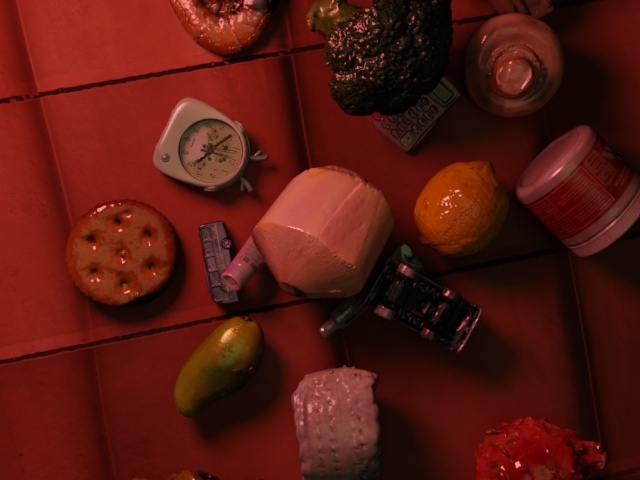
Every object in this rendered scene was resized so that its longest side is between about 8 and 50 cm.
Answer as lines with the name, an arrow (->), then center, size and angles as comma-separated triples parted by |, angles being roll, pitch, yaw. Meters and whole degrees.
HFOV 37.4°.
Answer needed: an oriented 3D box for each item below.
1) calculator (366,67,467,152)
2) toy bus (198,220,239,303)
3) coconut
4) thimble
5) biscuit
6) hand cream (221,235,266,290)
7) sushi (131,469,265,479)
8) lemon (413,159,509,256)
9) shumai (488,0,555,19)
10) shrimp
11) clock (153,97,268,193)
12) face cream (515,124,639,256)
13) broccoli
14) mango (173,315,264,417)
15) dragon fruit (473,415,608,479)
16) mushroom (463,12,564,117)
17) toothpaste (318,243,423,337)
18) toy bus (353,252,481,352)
calculator -> 0.192, -0.282, 1.917 | 0.126, 0.034, 0.190 | 42, 93, -8
toy bus -> -0.200, 0.044, 1.880 | 0.065, 0.047, 0.166 | -11, 93, -4
coconut -> 0.000, 0.000, 1.790 | 0.239, 0.239, 0.244 | 38, 67, -7
thimble -> 0.033, 0.363, 1.844 | 0.172, 0.205, 0.250 | -3, 110, -1
biscuit -> -0.383, 0.026, 1.847 | 0.220, 0.066, 0.220 | 0, 94, -7
hand cream -> -0.125, 0.026, 1.864 | 0.076, 0.047, 0.174 | 44, 57, -8
sushi -> -0.260, 0.608, 1.777 | 0.285, 0.328, 0.329 | 0, 100, 30
lemon -> 0.277, -0.061, 1.865 | 0.180, 0.180, 0.193 | 46, 66, -7
shumai -> 0.355, -0.591, 1.883 | 0.346, 0.217, 0.283 | -38, 129, 9
shrimp -> -0.172, -0.515, 1.850 | 0.222, 0.054, 0.290 | 36, 92, -7
clock -> -0.212, -0.171, 1.857 | 0.211, 0.066, 0.159 | 27, 90, -8
face cream -> 0.518, -0.100, 1.878 | 0.187, 0.201, 0.201 | 43, 88, -7
broccoli -> 0.115, -0.389, 1.792 | 0.297, 0.297, 0.297 | -44, 61, -3
mango -> -0.196, 0.251, 1.859 | 0.125, 0.111, 0.233 | 37, 89, -3
dragon fruit -> 0.439, 0.454, 1.902 | 0.268, 0.210, 0.205 | -13, 66, -2
mushroom -> 0.384, -0.348, 1.850 | 0.206, 0.209, 0.206 | 1, 85, -11
toothpaste -> 0.098, 0.109, 1.922 | 0.255, 0.037, 0.067 | -40, 101, -7
toy bus -> 0.186, 0.119, 1.869 | 0.234, 0.133, 0.116 | 29, 90, -20
